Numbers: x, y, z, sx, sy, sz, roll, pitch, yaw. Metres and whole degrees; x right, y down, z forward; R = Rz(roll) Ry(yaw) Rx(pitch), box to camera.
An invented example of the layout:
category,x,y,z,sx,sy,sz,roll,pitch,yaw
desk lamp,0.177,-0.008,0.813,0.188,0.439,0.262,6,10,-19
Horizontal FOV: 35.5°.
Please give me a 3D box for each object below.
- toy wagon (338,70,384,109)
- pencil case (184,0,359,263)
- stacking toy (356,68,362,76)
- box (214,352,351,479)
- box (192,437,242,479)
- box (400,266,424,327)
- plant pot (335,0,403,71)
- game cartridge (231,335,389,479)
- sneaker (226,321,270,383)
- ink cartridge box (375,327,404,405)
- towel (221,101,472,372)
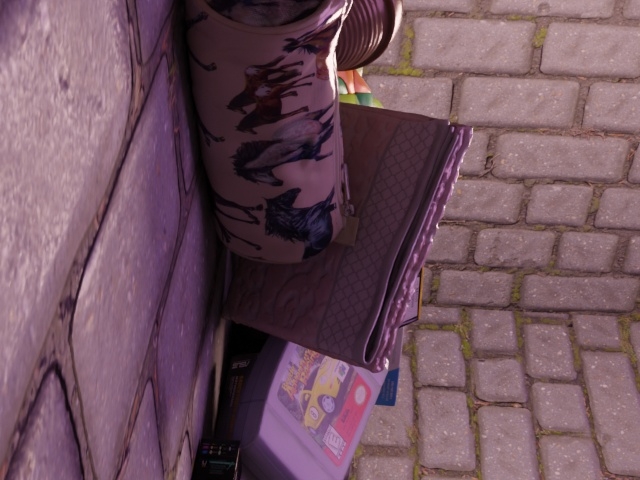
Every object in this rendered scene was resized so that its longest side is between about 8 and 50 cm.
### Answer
category,x,y,z,sx,sy,sz,roll,pitch,yaw
toy wagon,0.018,-0.210,1.745,0.344,0.068,0.267,-10,98,-46
pencil case,-0.045,-0.146,1.088,0.410,0.183,0.160,89,3,-53
stacking toy,0.053,-0.250,2.083,0.279,0.130,0.309,-43,-127,45
box,-0.046,0.283,1.401,0.231,0.056,0.183,34,55,-39
box,-0.127,0.294,1.226,0.083,0.052,0.062,-86,178,-57
box,0.013,-0.038,1.504,0.079,0.322,0.257,-22,122,-41
plant pot,-0.021,-0.301,1.305,0.237,0.237,0.110,91,24,-51
game cartridge,-0.011,0.212,1.378,0.196,0.060,0.294,49,45,-24
sneaker,-0.081,0.222,1.484,0.139,0.125,0.341,29,59,-76
ink cartridge box,0.005,0.141,1.724,0.197,0.270,0.198,-83,176,-50
towel,0.019,-0.020,1.298,0.317,0.053,0.332,15,-98,50
